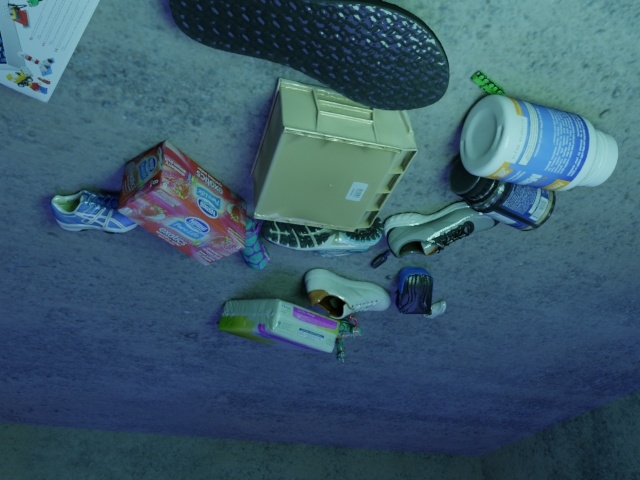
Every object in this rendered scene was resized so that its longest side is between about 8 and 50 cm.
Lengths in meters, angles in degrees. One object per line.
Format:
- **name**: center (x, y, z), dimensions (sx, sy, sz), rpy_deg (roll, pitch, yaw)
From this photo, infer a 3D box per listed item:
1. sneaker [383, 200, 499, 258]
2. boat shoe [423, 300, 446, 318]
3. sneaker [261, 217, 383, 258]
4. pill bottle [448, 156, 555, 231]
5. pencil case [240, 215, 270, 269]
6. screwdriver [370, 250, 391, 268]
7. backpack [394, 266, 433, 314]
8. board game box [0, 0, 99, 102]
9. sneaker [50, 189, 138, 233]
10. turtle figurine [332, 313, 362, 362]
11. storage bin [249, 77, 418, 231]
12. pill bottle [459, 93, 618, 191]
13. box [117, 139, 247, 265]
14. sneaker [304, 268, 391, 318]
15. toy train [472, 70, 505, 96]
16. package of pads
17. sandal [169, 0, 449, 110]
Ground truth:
- **sneaker**: center (0.287, -0.017, 1.332), dimensions (0.271, 0.108, 0.100), rpy_deg (-13, 143, 10)
- **boat shoe**: center (0.347, 0.212, 1.730), dimensions (0.035, 0.035, 0.100), rpy_deg (6, 151, -19)
- **sneaker**: center (0.000, 0.000, 1.329), dimensions (0.282, 0.110, 0.122), rpy_deg (3, 148, -9)
- **pill bottle**: center (0.381, -0.106, 1.197), dimensions (0.219, 0.123, 0.123), rpy_deg (19, 139, -29)
- **pencil case**: center (-0.165, 0.007, 1.359), dimensions (0.070, 0.065, 0.152), rpy_deg (6, 148, 14)
- **screwdriver**: center (0.187, 0.020, 1.459), dimensions (0.024, 0.025, 0.170), rpy_deg (21, 130, -30)
- **backpack**: center (0.252, 0.130, 1.548), dimensions (0.097, 0.101, 0.120), rpy_deg (-1, 113, -11)
- **board game box**: center (-0.446, -0.351, 0.826), dimensions (0.192, 0.053, 0.305), rpy_deg (22, 138, -33)
- **sneaker**: center (-0.474, -0.064, 1.214), dimensions (0.211, 0.080, 0.081), rpy_deg (-5, 148, 0)
- **turtle figurine**: center (0.041, 0.294, 1.747), dimensions (0.234, 0.118, 0.175), rpy_deg (0, 133, 22)
- **storage bin**: center (0.015, -0.150, 1.101), dimensions (0.260, 0.123, 0.262), rpy_deg (7, 143, -16)
- **pill bottle**: center (0.417, -0.175, 1.072), dimensions (0.271, 0.152, 0.152), rpy_deg (8, 144, -19)
- **box**: center (-0.278, -0.070, 1.182), dimensions (0.122, 0.128, 0.257), rpy_deg (-22, 141, 25)
- **sneaker**: center (0.080, 0.177, 1.579), dimensions (0.290, 0.123, 0.106), rpy_deg (17, 138, -30)
- **toy train**: center (0.307, -0.281, 1.031), dimensions (0.083, 0.017, 0.023), rpy_deg (25, 146, -34)
- **package of pads**: center (-0.115, 0.239, 1.593), dimensions (0.229, 0.101, 0.296), rpy_deg (25, 160, -35)
- **sandal**: center (-0.001, -0.335, 0.871), dimensions (0.445, 0.107, 0.168), rpy_deg (18, 143, -8)
